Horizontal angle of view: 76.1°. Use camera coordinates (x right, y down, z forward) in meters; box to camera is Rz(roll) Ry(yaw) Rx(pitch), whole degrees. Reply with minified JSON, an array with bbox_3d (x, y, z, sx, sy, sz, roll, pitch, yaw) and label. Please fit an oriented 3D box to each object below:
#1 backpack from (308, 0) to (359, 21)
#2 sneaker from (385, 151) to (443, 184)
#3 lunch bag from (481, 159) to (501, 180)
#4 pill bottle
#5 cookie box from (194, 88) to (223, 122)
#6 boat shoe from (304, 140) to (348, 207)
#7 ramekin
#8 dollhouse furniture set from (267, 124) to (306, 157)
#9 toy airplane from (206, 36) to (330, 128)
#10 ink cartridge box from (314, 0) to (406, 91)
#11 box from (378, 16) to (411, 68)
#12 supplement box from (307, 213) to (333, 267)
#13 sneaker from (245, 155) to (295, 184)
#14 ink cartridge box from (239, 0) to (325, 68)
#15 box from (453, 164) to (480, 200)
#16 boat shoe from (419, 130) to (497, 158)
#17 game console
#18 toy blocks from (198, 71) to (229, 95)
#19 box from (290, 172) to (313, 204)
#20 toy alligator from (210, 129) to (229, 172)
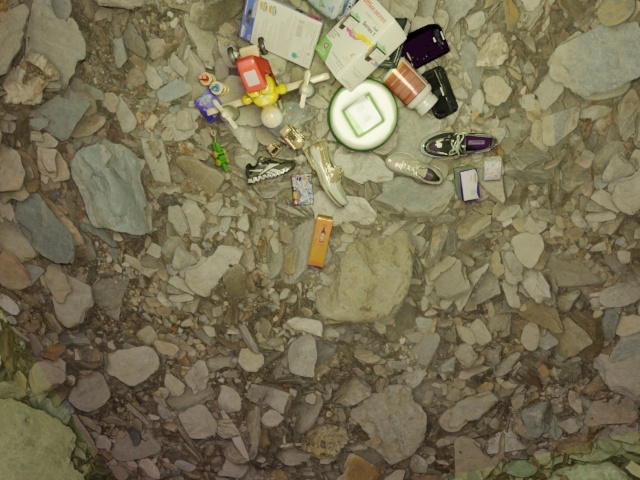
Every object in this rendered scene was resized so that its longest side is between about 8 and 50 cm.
[{"bbox_3d":[0.047,-0.970,1.508,0.263,0.213,0.277,41,138,10],"label":"backpack"},{"bbox_3d":[0.404,-0.306,1.737,0.262,0.121,0.100,17,106,-1],"label":"sneaker"},{"bbox_3d":[0.732,-0.304,1.749,0.070,0.053,0.084,-4,116,8],"label":"lunch bag"},{"bbox_3d":[0.356,-0.602,1.615,0.216,0.121,0.121,43,105,-7],"label":"pill bottle"},{"bbox_3d":[-0.474,-0.581,1.766,0.091,0.040,0.107,-37,100,13],"label":"cookie box"},{"bbox_3d":[0.048,-0.287,1.775,0.103,0.113,0.303,-28,102,18],"label":"boat shoe"},{"bbox_3d":[0.174,-0.513,1.679,0.302,0.148,0.304,1,106,4],"label":"ramekin"},{"bbox_3d":[-0.151,-0.395,1.722,0.161,0.182,0.101,-42,99,14],"label":"dollhouse furniture set"},{"bbox_3d":[-0.208,-0.556,1.584,0.386,0.384,0.273,-22,79,52],"label":"toy airplane"},{"bbox_3d":[0.145,-0.733,1.515,0.278,0.117,0.202,-40,61,21],"label":"ink cartridge box"},{"bbox_3d":[0.219,-0.759,1.575,0.220,0.051,0.175,21,93,35],"label":"box"},{"bbox_3d":[0.000,0.000,1.883,0.077,0.080,0.234,13,109,0],"label":"supplement box"},{"bbox_3d":[-0.228,-0.327,1.803,0.234,0.078,0.106,-15,107,11],"label":"sneaker"},{"bbox_3d":[-0.155,-0.837,1.620,0.310,0.065,0.186,21,133,-4],"label":"ink cartridge box"},{"bbox_3d":[0.617,-0.245,1.730,0.072,0.137,0.126,-11,105,8],"label":"box"},{"bbox_3d":[0.575,-0.398,1.705,0.305,0.105,0.113,2,107,4],"label":"boat shoe"},{"bbox_3d":[0.442,-0.673,1.668,0.213,0.044,0.362,-23,103,12],"label":"game console"},{"bbox_3d":[-0.451,-0.649,1.688,0.123,0.148,0.054,34,106,-6],"label":"toy blocks"},{"bbox_3d":[-0.081,-0.231,1.846,0.093,0.027,0.137,-3,106,4],"label":"box"},{"bbox_3d":[-0.457,-0.394,1.818,0.051,0.056,0.190,-1,112,47],"label":"toy alligator"}]
